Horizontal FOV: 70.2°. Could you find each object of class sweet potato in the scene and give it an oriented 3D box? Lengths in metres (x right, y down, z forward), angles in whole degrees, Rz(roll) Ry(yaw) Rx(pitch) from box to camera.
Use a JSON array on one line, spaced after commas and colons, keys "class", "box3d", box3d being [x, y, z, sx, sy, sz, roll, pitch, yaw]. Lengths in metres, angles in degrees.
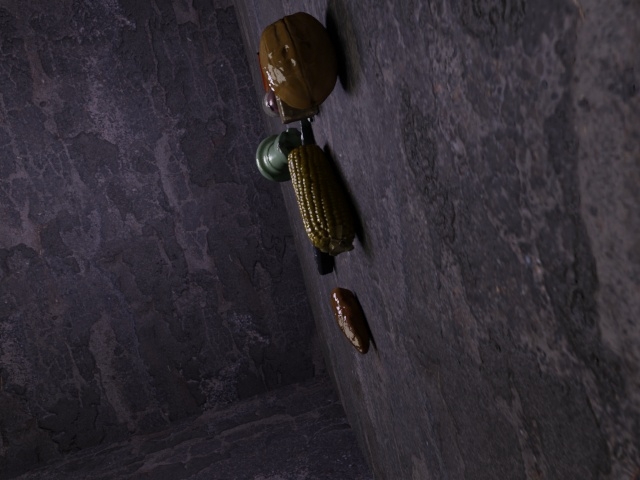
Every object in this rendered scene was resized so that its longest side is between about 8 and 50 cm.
[{"class": "sweet potato", "box3d": [0.105, 0.264, 1.515, 0.097, 0.097, 0.251, 84, 163, -51]}]

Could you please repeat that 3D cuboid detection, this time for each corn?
[{"class": "corn", "box3d": [-0.005, -0.129, 1.302, 0.144, 0.144, 0.387, 87, 165, -59]}]

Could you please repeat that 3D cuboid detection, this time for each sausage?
[{"class": "sausage", "box3d": [-0.209, -0.682, 1.914, 0.264, 0.083, 0.083, 86, 167, -59]}]

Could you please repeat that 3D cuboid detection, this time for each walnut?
[{"class": "walnut", "box3d": [-0.046, -0.386, 0.984, 0.165, 0.165, 0.197, 107, 150, -76]}]

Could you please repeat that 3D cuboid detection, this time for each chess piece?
[{"class": "chess piece", "box3d": [-0.136, -0.338, 1.751, 0.299, 0.195, 0.194, 173, 82, -73]}]

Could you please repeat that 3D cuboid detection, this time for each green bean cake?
[{"class": "green bean cake", "box3d": [-0.081, -0.443, 1.338, 0.085, 0.109, 0.179, -155, 50, -80]}]

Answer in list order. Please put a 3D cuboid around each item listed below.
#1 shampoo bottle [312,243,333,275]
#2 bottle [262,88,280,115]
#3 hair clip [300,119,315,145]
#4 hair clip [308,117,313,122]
[{"class": "shampoo bottle", "box3d": [0.000, 0.000, 1.775, 0.309, 0.071, 0.098, 82, 170, -46]}, {"class": "bottle", "box3d": [-0.168, -0.542, 1.782, 0.233, 0.110, 0.109, -129, 24, -73]}, {"class": "hair clip", "box3d": [-0.056, -0.417, 1.527, 0.070, 0.039, 0.229, -149, 49, -78]}, {"class": "hair clip", "box3d": [-0.058, -0.455, 1.433, 0.049, 0.049, 0.172, -144, 38, -78]}]
